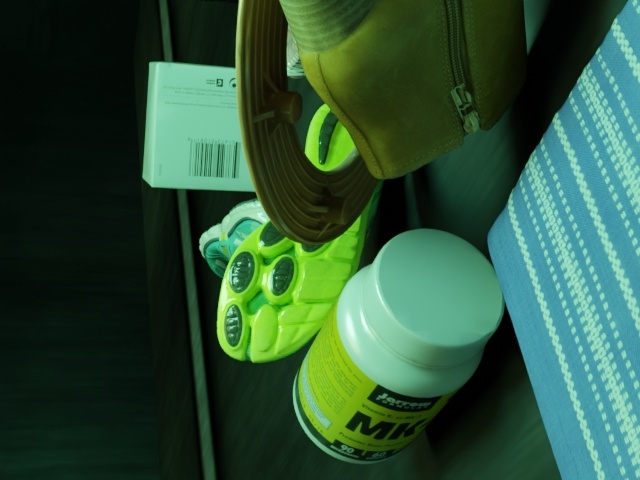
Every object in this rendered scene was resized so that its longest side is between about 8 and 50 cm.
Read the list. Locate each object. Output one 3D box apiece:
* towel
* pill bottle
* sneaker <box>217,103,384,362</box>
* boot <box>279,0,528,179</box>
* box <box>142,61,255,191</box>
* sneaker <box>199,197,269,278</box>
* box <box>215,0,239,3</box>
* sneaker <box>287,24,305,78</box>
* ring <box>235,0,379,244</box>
[{"bbox_3d":[0.190,-0.017,0.473,0.336,0.040,0.243,113,154,-46],"label":"towel"},{"bbox_3d":[0.058,0.087,0.730,0.208,0.119,0.119,115,151,-53],"label":"pill bottle"},{"bbox_3d":[0.000,0.000,0.870,0.123,0.109,0.295,89,-156,-55],"label":"sneaker"},{"bbox_3d":[0.106,-0.190,0.590,0.104,0.295,0.211,45,174,45],"label":"boot"},{"bbox_3d":[-0.165,-0.169,1.367,0.119,0.181,0.182,-150,63,-70],"label":"box"},{"bbox_3d":[-0.102,0.021,1.295,0.275,0.107,0.110,140,120,-68],"label":"sneaker"},{"bbox_3d":[-0.055,-0.346,0.993,0.167,0.203,0.168,-155,67,-71],"label":"box"},{"bbox_3d":[-0.016,-0.224,1.117,0.134,0.051,0.070,-118,32,-64],"label":"sneaker"},{"bbox_3d":[0.027,-0.160,0.705,0.336,0.032,0.336,9,-90,-69],"label":"ring"}]
